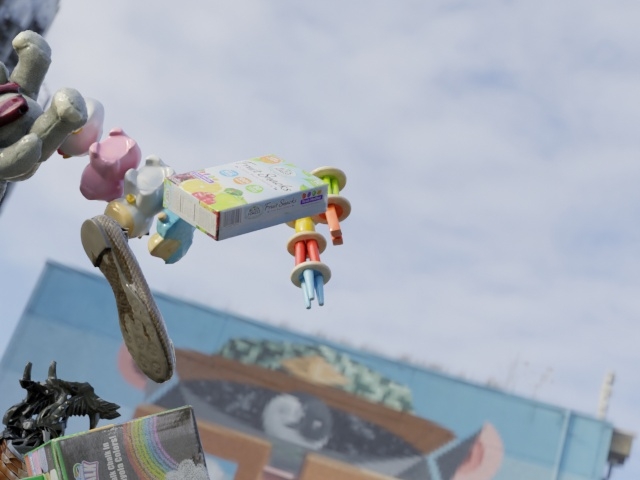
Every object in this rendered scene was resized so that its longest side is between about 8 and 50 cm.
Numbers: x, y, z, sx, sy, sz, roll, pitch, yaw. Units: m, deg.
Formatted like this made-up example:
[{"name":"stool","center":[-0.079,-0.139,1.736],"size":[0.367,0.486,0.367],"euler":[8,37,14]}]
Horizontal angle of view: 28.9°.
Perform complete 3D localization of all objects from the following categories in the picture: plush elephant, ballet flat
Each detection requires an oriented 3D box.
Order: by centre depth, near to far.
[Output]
[{"name":"ballet flat","center":[-0.246,0.074,1.659],"size":[0.058,0.250,0.084],"euler":[-13,-23,-44]},{"name":"plush elephant","center":[-0.600,-0.206,2.105],"size":[0.255,0.272,0.330],"euler":[14,-57,-41]}]

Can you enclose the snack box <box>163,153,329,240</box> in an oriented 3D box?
[{"name":"snack box","center":[-0.077,-0.047,1.279],"size":[0.100,0.141,0.037],"euler":[32,-54,43]}]

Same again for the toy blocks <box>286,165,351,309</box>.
[{"name":"toy blocks","center":[0.000,0.000,1.538],"size":[0.054,0.148,0.123],"euler":[13,-44,-24]}]

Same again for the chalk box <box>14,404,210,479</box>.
[{"name":"chalk box","center":[-0.242,0.276,1.367],"size":[0.213,0.132,0.132],"euler":[-10,-11,-28]}]

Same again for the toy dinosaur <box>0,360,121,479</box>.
[{"name":"toy dinosaur","center":[-0.396,0.289,1.691],"size":[0.164,0.218,0.322],"euler":[13,-36,31]}]

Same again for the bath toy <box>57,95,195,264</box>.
[{"name":"bath toy","center":[-0.354,-0.109,2.177],"size":[0.348,0.151,0.129],"euler":[44,-18,25]}]
